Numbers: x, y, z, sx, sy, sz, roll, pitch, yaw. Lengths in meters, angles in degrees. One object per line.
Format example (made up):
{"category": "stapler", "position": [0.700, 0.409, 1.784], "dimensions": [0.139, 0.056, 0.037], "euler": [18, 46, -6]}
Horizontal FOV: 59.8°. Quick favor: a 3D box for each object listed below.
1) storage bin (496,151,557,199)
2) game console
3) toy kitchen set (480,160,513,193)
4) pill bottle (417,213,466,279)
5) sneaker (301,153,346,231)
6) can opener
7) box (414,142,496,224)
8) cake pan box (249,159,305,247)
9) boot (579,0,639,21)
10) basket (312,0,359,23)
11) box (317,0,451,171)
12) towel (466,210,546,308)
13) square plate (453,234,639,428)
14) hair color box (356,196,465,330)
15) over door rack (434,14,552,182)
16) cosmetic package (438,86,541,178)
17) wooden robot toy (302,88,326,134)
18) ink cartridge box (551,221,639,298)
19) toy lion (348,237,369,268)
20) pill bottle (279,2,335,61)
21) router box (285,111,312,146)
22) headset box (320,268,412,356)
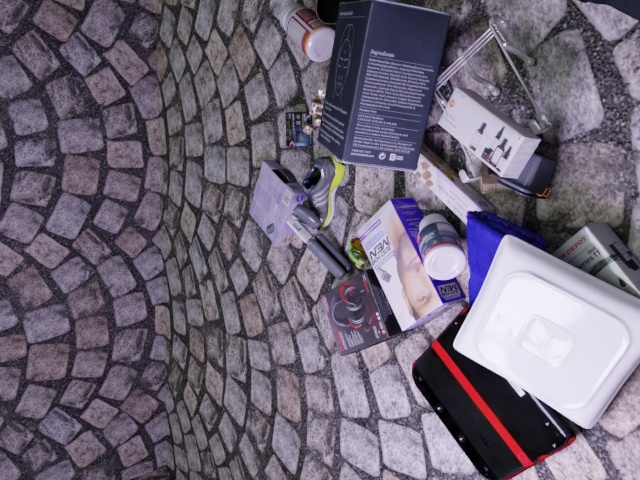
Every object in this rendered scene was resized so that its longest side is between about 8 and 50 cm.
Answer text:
{"category": "storage bin", "position": [0.478, -0.150, 1.253], "dimensions": [0.098, 0.135, 0.091], "euler": [36, 114, 36]}
{"category": "game console", "position": [0.418, 0.406, 1.434], "dimensions": [0.386, 0.060, 0.342], "euler": [53, 138, 24]}
{"category": "toy kitchen set", "position": [0.438, -0.149, 1.392], "dimensions": [0.068, 0.075, 0.083], "euler": [70, -157, -52]}
{"category": "pill bottle", "position": [0.312, 0.010, 1.466], "dimensions": [0.180, 0.108, 0.108], "euler": [-91, 18, -57]}
{"category": "sneaker", "position": [-0.015, -0.161, 1.912], "dimensions": [0.111, 0.121, 0.300], "euler": [40, 127, 43]}
{"category": "can opener", "position": [0.000, 0.000, 1.876], "dimensions": [0.283, 0.076, 0.095], "euler": [46, 144, 9]}
{"category": "box", "position": [0.332, -0.159, 1.497], "dimensions": [0.324, 0.067, 0.063], "euler": [53, 135, 35]}
{"category": "cake pan box", "position": [-0.174, -0.150, 2.174], "dimensions": [0.246, 0.070, 0.267], "euler": [45, 129, 37]}
{"category": "boot", "position": [0.604, -0.548, 1.041], "dimensions": [0.207, 0.094, 0.246], "euler": [46, 137, 44]}
{"category": "basket", "position": [0.022, -0.833, 1.735], "dimensions": [0.204, 0.154, 0.227], "euler": [-55, 50, 46]}
{"category": "box", "position": [0.151, -0.417, 1.491], "dimensions": [0.293, 0.212, 0.395], "euler": [-122, 39, -65]}
{"category": "towel", "position": [0.424, 0.099, 1.316], "dimensions": [0.227, 0.076, 0.308], "euler": [36, 142, 52]}
{"category": "square plate", "position": [0.480, 0.207, 1.182], "dimensions": [0.344, 0.049, 0.347], "euler": [30, 128, 23]}
{"category": "hair color box", "position": [0.252, 0.065, 1.608], "dimensions": [0.185, 0.110, 0.339], "euler": [-47, 61, 45]}
{"category": "over door rack", "position": [0.403, -0.327, 1.328], "dimensions": [0.239, 0.108, 0.324], "euler": [-41, 55, 50]}
{"category": "cosmetic package", "position": [0.364, -0.242, 1.230], "dimensions": [0.239, 0.060, 0.099], "euler": [55, 132, 42]}
{"category": "wooden robot toy", "position": [-0.010, -0.455, 1.926], "dimensions": [0.079, 0.076, 0.173], "euler": [-87, 14, -58]}
{"category": "ink cartridge box", "position": [0.589, 0.087, 1.174], "dimensions": [0.153, 0.087, 0.208], "euler": [-56, 52, 42]}
{"category": "toy lion", "position": [0.126, 0.033, 1.780], "dimensions": [0.096, 0.100, 0.034], "euler": [44, 133, 16]}
{"category": "pill bottle", "position": [-0.043, -0.700, 1.861], "dimensions": [0.221, 0.121, 0.121], "euler": [54, 134, 34]}
{"category": "router box", "position": [-0.076, -0.394, 1.980], "dimensions": [0.038, 0.092, 0.122], "euler": [10, 104, 52]}
{"category": "headset box", "position": [0.132, 0.235, 1.790], "dimensions": [0.293, 0.110, 0.218], "euler": [-35, 69, 50]}
